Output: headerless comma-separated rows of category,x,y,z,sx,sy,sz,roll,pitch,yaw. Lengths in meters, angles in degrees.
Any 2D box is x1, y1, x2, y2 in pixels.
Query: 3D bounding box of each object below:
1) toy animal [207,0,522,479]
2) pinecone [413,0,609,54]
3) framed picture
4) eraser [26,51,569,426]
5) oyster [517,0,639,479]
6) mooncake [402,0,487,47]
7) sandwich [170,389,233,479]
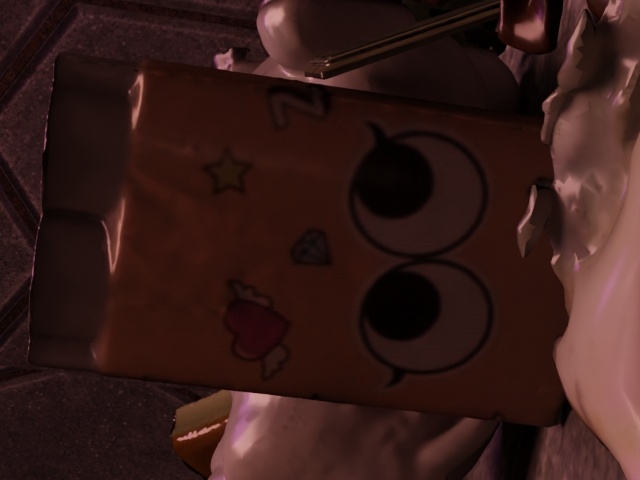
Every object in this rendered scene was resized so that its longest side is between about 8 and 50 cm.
toy animal,0.027,0.026,0.840,0.194,0.258,0.357,123,144,-74
pinecone,0.086,-0.215,0.430,0.244,0.244,0.309,139,131,-82
framed picture,0.080,-0.120,0.699,0.142,0.183,0.011,-117,8,-81
eraser,0.000,0.000,0.694,0.087,0.291,0.171,-100,19,-72
oyster,0.133,0.011,0.296,0.351,0.115,0.237,97,169,-51
mooncake,0.090,-0.214,1.104,0.175,0.104,0.168,-172,84,-88
sandwich,0.009,0.209,1.266,0.212,0.245,0.063,-29,39,38
